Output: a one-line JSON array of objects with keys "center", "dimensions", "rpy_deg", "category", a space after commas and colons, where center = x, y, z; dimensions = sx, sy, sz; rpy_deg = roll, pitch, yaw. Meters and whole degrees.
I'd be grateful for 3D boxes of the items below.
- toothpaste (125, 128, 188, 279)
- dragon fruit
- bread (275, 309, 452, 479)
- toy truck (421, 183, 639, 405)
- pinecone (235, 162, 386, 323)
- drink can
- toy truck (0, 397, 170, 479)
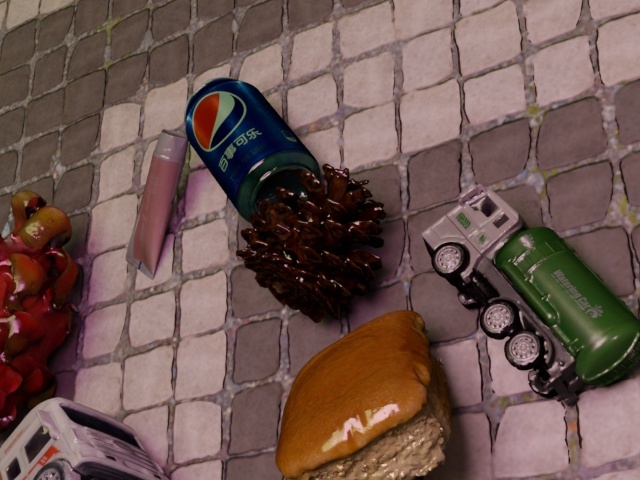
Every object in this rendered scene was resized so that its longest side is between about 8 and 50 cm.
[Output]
[{"center": [-0.218, -0.050, 1.454], "dimensions": [0.067, 0.043, 0.194], "rpy_deg": [30, 109, 39], "category": "toothpaste"}, {"center": [-0.426, 0.102, 1.438], "dimensions": [0.307, 0.227, 0.243], "rpy_deg": [-40, 51, -6], "category": "dragon fruit"}, {"center": [0.047, 0.166, 1.072], "dimensions": [0.174, 0.121, 0.245], "rpy_deg": [-39, 7, 15], "category": "bread"}, {"center": [0.211, 0.054, 1.096], "dimensions": [0.125, 0.101, 0.242], "rpy_deg": [-41, 53, 4], "category": "toy truck"}, {"center": [0.002, -0.006, 1.236], "dimensions": [0.163, 0.163, 0.165], "rpy_deg": [18, 67, 39], "category": "pinecone"}, {"center": [-0.091, -0.116, 1.378], "dimensions": [0.118, 0.118, 0.205], "rpy_deg": [-44, 49, 7], "category": "drink can"}, {"center": [-0.355, 0.364, 1.276], "dimensions": [0.387, 0.173, 0.207], "rpy_deg": [-49, 40, 7], "category": "toy truck"}]
